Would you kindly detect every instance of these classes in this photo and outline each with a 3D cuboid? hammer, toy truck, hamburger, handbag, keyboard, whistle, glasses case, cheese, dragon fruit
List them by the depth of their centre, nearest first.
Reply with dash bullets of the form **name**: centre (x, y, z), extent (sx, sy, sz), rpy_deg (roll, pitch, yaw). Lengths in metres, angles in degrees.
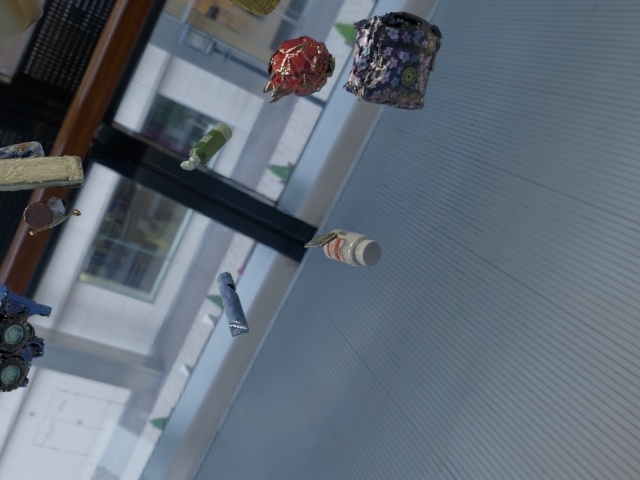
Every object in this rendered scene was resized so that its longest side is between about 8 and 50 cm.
- **toy truck**: centre (-0.599, 0.178, 1.265), extent (0.113, 0.126, 0.208), rpy_deg (9, 98, 37)
- **hammer**: centre (-0.572, -0.039, 1.414), extent (0.029, 0.123, 0.014), rpy_deg (19, 126, 28)
- **cheese**: centre (-0.749, -0.146, 1.480), extent (0.034, 0.401, 0.085), rpy_deg (126, 133, -58)
- **handbag**: centre (0.174, -0.407, 1.481), extent (0.127, 0.229, 0.207), rpy_deg (39, 119, 53)
- **keyboard**: centre (0.000, 0.000, 1.481), extent (0.049, 0.015, 0.129), rpy_deg (-31, 7, -15)
- **glasses case**: centre (-0.786, -0.176, 1.559), extent (0.087, 0.248, 0.065), rpy_deg (-132, 24, -58)
- **hamburger**: centre (-0.839, -0.563, 1.618), extent (0.302, 0.170, 0.302), rpy_deg (-22, 37, 18)
- **dragon fruit**: centre (-0.076, -0.554, 2.118), extent (0.274, 0.193, 0.192), rpy_deg (-15, 20, 24)
- **whistle**: centre (-0.292, 0.212, 2.160), extent (0.062, 0.062, 0.304), rpy_deg (-59, 31, 20)

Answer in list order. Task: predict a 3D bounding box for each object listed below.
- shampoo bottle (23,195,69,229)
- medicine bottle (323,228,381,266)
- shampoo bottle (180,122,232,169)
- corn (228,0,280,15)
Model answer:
- **shampoo bottle**: centre (-0.629, -0.065, 1.517), extent (0.068, 0.067, 0.236), rpy_deg (-28, 11, -9)
- **medicine bottle**: centre (0.078, 0.021, 1.580), extent (0.140, 0.079, 0.079), rpy_deg (15, 84, 51)
- **shampoo bottle**: centre (-0.337, -0.274, 1.937), extent (0.065, 0.065, 0.204), rpy_deg (-40, 13, 45)
- **corn**: centre (-0.215, -0.646, 1.556), extent (0.144, 0.387, 0.143), rpy_deg (-2, 86, 33)
